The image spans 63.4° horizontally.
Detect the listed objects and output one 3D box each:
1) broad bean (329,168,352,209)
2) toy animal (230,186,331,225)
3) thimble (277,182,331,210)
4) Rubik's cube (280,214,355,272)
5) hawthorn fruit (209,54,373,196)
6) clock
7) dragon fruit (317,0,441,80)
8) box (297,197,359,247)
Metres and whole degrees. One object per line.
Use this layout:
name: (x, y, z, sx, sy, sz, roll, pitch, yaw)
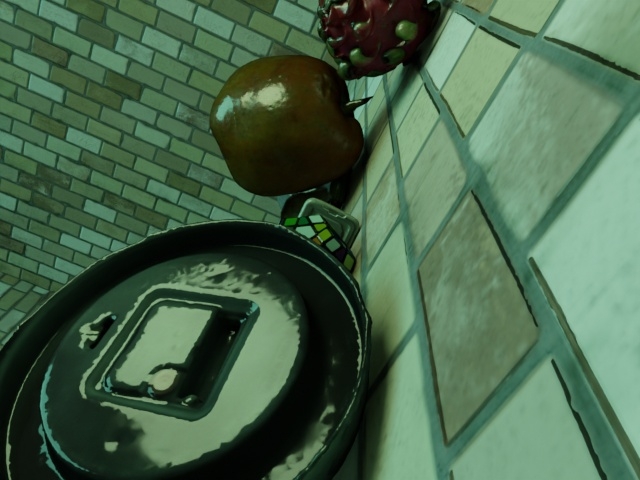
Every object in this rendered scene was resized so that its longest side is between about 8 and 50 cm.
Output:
broad bean: (0.044, -0.148, 1.094, 0.297, 0.043, 0.060, -81, 6, -59)
toy animal: (-0.090, 0.004, 0.996, 0.160, 0.197, 0.272, -91, 19, -48)
thimble: (-0.036, -0.129, 1.269, 0.151, 0.127, 0.118, -63, 7, -22)
Rubik's cube: (-0.017, 0.029, 0.705, 0.112, 0.133, 0.133, -40, 10, 4)
hawthorn fruit: (-0.042, -0.215, 0.973, 0.301, 0.267, 0.267, -10, 42, 27)
clock: (-0.115, 0.106, 0.445, 0.325, 0.326, 0.067, -74, -21, -46)
dragon fruit: (0.090, -0.375, 0.890, 0.273, 0.199, 0.218, -151, 76, -84)
box: (0.000, 0.000, 0.793, 0.122, 0.089, 0.062, -64, -3, 16)
